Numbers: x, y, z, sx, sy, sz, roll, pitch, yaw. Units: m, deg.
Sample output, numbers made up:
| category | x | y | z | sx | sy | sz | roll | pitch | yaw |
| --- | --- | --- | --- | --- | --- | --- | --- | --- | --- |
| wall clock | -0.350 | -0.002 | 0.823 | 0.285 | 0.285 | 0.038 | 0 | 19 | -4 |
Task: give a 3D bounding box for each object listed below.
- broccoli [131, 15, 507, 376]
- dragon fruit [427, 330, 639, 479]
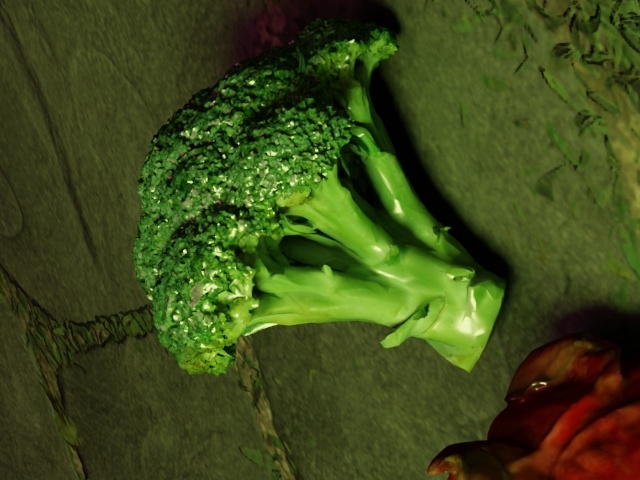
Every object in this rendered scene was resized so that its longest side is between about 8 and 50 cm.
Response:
| category | x | y | z | sx | sy | sz | roll | pitch | yaw |
| --- | --- | --- | --- | --- | --- | --- | --- | --- | --- |
| broccoli | 0.000 | 0.000 | 1.139 | 0.269 | 0.269 | 0.254 | 54 | 153 | 15 |
| dragon fruit | 0.161 | 0.174 | 0.924 | 0.286 | 0.329 | 0.228 | -26 | 85 | 61 |
